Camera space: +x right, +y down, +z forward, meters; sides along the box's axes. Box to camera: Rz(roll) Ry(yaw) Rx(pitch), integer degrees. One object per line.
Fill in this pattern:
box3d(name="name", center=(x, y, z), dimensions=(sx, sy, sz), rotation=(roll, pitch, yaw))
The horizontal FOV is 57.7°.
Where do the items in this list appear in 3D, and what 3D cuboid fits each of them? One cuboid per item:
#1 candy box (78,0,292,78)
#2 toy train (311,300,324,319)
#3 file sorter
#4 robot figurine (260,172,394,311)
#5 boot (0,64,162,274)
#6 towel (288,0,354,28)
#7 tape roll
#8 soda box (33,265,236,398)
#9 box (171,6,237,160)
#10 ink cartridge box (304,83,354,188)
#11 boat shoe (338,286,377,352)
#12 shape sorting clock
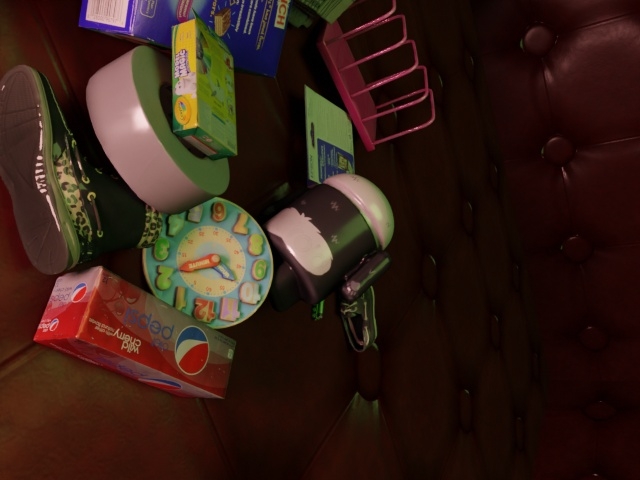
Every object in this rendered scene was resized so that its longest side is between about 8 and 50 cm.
box3d(name="candy box", center=(-0.170, -0.405, 0.859), dimensions=(0.317, 0.122, 0.268), rotation=(-5, 112, -57))
box3d(name="toy train", center=(-0.003, 0.123, 1.199), dimensions=(0.017, 0.023, 0.083), rotation=(29, 59, -53))
box3d(name="file sorter", center=(0.141, -0.404, 1.362), dimensions=(0.291, 0.182, 0.202), rotation=(59, 25, -34))
box3d(name="robot figurine", center=(0.002, 0.002, 1.030), dimensions=(0.278, 0.173, 0.209), rotation=(-38, 97, -18))
box3d(name="boot", center=(-0.293, -0.085, 0.720), dimensions=(0.178, 0.085, 0.237), rotation=(-15, 92, -65))
box3d(name="towel", center=(0.039, -0.536, 1.108), dimensions=(0.056, 0.324, 0.312), rotation=(58, 20, 5))
box3d(name="tape roll", center=(-0.213, -0.147, 0.792), dimensions=(0.219, 0.072, 0.219), rotation=(58, 16, -27))
box3d(name="soda box", center=(-0.229, 0.133, 0.766), dimensions=(0.263, 0.083, 0.092), rotation=(42, 48, -46))
box3d(name="box", center=(-0.157, -0.211, 0.786), dimensions=(0.105, 0.043, 0.179), rotation=(34, 50, -65))
box3d(name="ink cartridge box", center=(0.009, -0.207, 1.269), dimensions=(0.208, 0.045, 0.207), rotation=(15, 70, -59))
box3d(name="boat shoe", center=(0.078, 0.151, 1.280), dimensions=(0.065, 0.075, 0.206), rotation=(-46, 127, -56))
box3d(name="shape sorting clock", center=(-0.163, 0.030, 0.876), dimensions=(0.206, 0.040, 0.206), rotation=(8, 75, -30))
